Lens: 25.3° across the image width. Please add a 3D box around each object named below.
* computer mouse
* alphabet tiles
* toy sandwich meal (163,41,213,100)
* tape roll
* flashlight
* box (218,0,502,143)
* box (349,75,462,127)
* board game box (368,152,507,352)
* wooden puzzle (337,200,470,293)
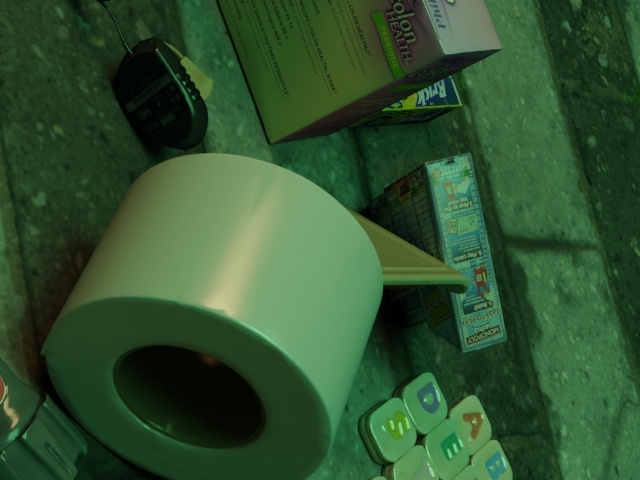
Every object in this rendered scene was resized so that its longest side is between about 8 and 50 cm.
[{"bbox_3d":[-0.181,-0.193,1.355,0.242,0.071,0.041,59,30,-3],"label":"computer mouse"},{"bbox_3d":[0.138,0.290,1.518,0.278,0.021,0.284,-29,94,-52],"label":"alphabet tiles"},{"bbox_3d":[-0.145,-0.162,1.407,0.085,0.029,0.085,26,54,-40],"label":"toy sandwich meal"},{"bbox_3d":[-0.084,0.071,1.187,0.246,0.246,0.169,46,43,-24],"label":"tape roll"},{"bbox_3d":[-0.297,0.078,1.052,0.103,0.103,0.304,-44,109,-23],"label":"flashlight"},{"bbox_3d":[0.030,-0.246,1.484,0.117,0.243,0.213,-15,82,-51],"label":"box"},{"bbox_3d":[0.094,-0.171,1.673,0.169,0.054,0.059,-10,79,-51],"label":"box"},{"bbox_3d":[0.120,0.029,1.511,0.060,0.194,0.194,-14,82,-26],"label":"board game box"},{"bbox_3d":[0.000,0.000,1.389,0.239,0.221,0.044,8,109,-50],"label":"wooden puzzle"}]
